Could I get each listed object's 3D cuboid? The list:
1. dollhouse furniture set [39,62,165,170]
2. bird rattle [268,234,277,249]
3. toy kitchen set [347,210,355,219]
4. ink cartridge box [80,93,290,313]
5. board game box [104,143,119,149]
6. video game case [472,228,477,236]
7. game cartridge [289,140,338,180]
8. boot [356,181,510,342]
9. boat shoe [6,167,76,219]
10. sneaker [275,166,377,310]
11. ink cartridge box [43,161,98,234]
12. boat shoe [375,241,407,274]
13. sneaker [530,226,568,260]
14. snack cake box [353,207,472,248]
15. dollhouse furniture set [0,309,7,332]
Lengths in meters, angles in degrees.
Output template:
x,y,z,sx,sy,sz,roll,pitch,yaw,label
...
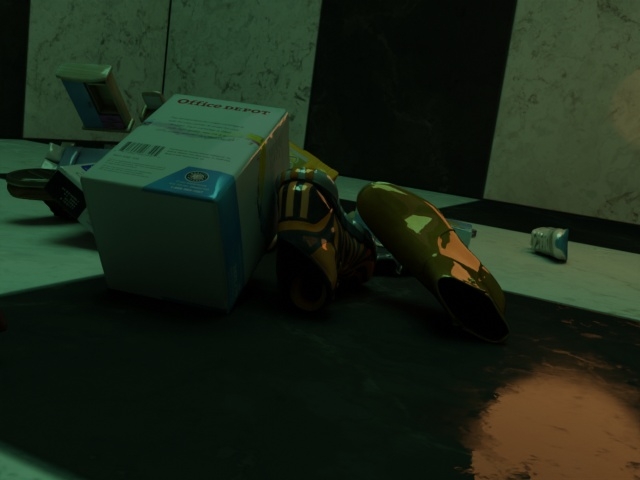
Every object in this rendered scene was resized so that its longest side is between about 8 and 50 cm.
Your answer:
x,y,z,sx,sy,sz,roll,pitch,yaw,label
-0.553,-0.256,1.706,0.286,0.304,0.198,5,-33,9,dollhouse furniture set
-0.182,-0.046,1.423,0.206,0.143,0.253,23,11,-10,bird rattle
0.094,-0.021,1.728,0.083,0.068,0.075,17,42,43,toy kitchen set
-0.179,-0.066,1.022,0.198,0.197,0.270,10,38,14,ink cartridge box
-0.486,-0.196,1.958,0.142,0.144,0.275,10,11,12,board game box
0.295,-0.044,2.038,0.274,0.026,0.196,3,11,-31,video game case
-0.140,-0.221,2.046,0.323,0.053,0.285,32,39,9,game cartridge
0.172,0.025,1.054,0.295,0.104,0.211,40,14,-2,boot
-0.532,-0.092,1.474,0.110,0.105,0.307,23,15,28,boat shoe
0.000,0.040,1.090,0.124,0.180,0.321,-6,-30,24,sneaker
-0.391,-0.083,1.390,0.175,0.069,0.371,42,13,-2,ink cartridge box
0.136,0.046,1.366,0.206,0.075,0.065,9,52,-21,boat shoe
0.615,0.007,1.848,0.092,0.088,0.228,3,2,13,sneaker
0.212,-0.021,1.592,0.264,0.089,0.152,15,9,10,snack cake box
-0.528,0.047,0.667,0.374,0.152,0.201,-17,20,-24,dollhouse furniture set
